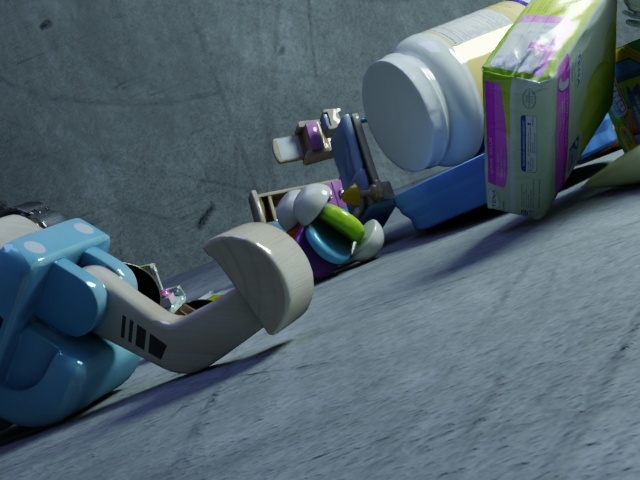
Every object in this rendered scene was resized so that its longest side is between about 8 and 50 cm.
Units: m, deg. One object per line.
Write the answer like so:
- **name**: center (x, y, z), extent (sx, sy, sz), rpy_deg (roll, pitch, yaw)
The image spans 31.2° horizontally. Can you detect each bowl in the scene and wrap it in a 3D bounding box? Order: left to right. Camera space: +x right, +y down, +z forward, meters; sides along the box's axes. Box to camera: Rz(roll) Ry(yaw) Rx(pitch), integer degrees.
- **bowl**: center (0.312, -0.120, 1.919), extent (0.391, 0.077, 0.391), rpy_deg (-24, -1, 0)

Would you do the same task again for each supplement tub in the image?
- **supplement tub**: center (0.265, -0.272, 2.019), extent (0.331, 0.241, 0.241), rpy_deg (-25, 5, -25)

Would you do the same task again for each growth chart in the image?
- **growth chart**: center (-0.156, 0.093, 2.181), extent (0.237, 0.021, 0.172), rpy_deg (-21, 5, 20)

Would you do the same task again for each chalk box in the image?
- **chalk box**: center (0.524, -0.225, 1.663), extent (0.180, 0.179, 0.289), rpy_deg (-23, 3, -7)

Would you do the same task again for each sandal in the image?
- **sandal**: center (-0.170, 0.111, 1.659), extent (0.219, 0.060, 0.090), rpy_deg (-19, 4, 31)

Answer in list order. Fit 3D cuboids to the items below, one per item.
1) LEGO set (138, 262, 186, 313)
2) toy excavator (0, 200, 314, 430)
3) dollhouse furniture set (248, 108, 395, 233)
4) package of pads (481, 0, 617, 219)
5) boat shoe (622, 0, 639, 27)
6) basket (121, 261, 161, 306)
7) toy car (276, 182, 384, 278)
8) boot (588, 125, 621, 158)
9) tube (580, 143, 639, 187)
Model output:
- **LEGO set**: center (-0.408, 0.124, 2.306), extent (0.287, 0.107, 0.132), rpy_deg (-16, 9, 13)
- **toy excavator**: center (-0.269, 0.100, 1.401), extent (0.433, 0.445, 0.222), rpy_deg (-65, -13, 21)
- **dollhouse furniture set**: center (-0.016, -0.132, 2.127), extent (0.198, 0.286, 0.303), rpy_deg (-12, -17, -15)
- **package of pads**: center (0.309, -0.208, 1.535), extent (0.101, 0.229, 0.296), rpy_deg (14, 44, 25)
- **boat shoe**: center (0.479, -0.342, 1.582), extent (0.118, 0.103, 0.320), rpy_deg (-2, 16, 18)
- **basket**: center (-0.422, 0.138, 2.096), extent (0.204, 0.154, 0.227), rpy_deg (-23, 0, -30)
- **toy car**: center (0.000, 0.000, 1.864), extent (0.136, 0.159, 0.182), rpy_deg (-59, 17, -17)
- **boot**: center (0.536, -0.205, 2.136), extent (0.152, 0.073, 0.197), rpy_deg (-26, 1, 3)
- **tube**: center (0.412, -0.100, 1.438), extent (0.070, 0.062, 0.240), rpy_deg (19, -8, -8)
